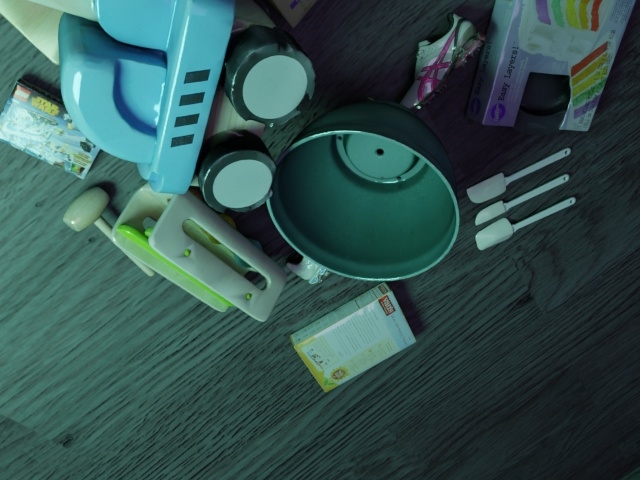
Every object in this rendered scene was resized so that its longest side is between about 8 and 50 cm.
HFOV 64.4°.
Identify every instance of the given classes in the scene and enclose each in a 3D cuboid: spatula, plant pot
[{"bbox_3d":[0.432,-0.089,1.086,0.241,0.019,0.168,-25,117,-5],"label":"spatula"},{"bbox_3d":[0.082,-0.103,0.823,0.292,0.196,0.293,11,136,11],"label":"plant pot"}]

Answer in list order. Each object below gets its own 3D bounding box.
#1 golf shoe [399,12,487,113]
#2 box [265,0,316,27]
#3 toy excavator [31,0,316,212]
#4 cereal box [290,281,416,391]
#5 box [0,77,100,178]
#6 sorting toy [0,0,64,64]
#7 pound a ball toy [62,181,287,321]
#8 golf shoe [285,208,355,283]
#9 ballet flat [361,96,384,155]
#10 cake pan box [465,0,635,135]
[{"bbox_3d":[0.191,-0.295,0.872,0.086,0.067,0.186,41,107,1],"label":"golf shoe"},{"bbox_3d":[-0.034,-0.419,0.609,0.213,0.243,0.117,-45,81,10],"label":"box"},{"bbox_3d":[-0.236,-0.250,0.560,0.444,0.222,0.433,-1,133,-31],"label":"toy excavator"},{"bbox_3d":[0.076,0.215,1.118,0.240,0.047,0.173,-29,123,-1],"label":"cereal box"},{"bbox_3d":[-0.401,-0.165,0.764,0.137,0.027,0.094,28,108,-29],"label":"box"},{"bbox_3d":[-0.330,-0.405,0.618,0.257,0.089,0.255,-40,122,6],"label":"sorting toy"},{"bbox_3d":[-0.228,0.001,0.858,0.319,0.208,0.136,44,61,-41],"label":"pound a ball toy"},{"bbox_3d":[0.000,0.000,0.966,0.085,0.069,0.176,25,107,-22],"label":"golf shoe"},{"bbox_3d":[0.118,-0.192,0.912,0.052,0.057,0.168,-46,130,-23],"label":"ballet flat"},{"bbox_3d":[0.408,-0.328,0.915,0.245,0.070,0.267,1,118,-16],"label":"cake pan box"}]
